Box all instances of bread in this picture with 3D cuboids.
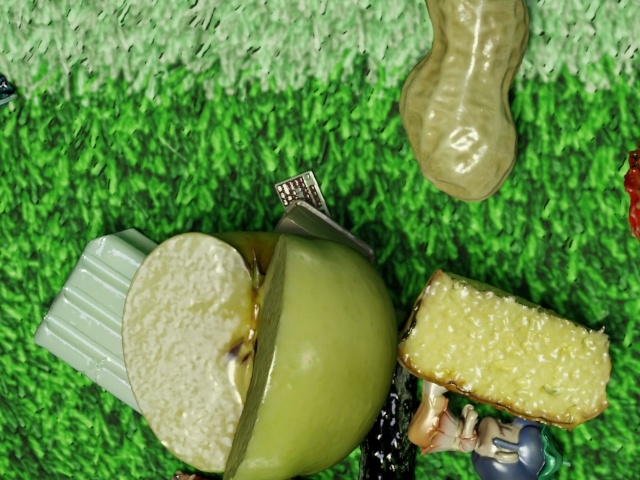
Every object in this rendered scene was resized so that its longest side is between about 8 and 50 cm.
[{"bbox_3d":[0.199,0.117,1.422,0.260,0.134,0.129,21,93,-13],"label":"bread"}]

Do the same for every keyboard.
[{"bbox_3d":[0.000,0.000,1.503,0.055,0.017,0.166,-21,96,16],"label":"keyboard"}]

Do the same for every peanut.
[{"bbox_3d":[0.159,-0.192,1.379,0.136,0.120,0.298,6,100,6],"label":"peanut"}]

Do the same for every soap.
[{"bbox_3d":[-0.183,0.122,1.528,0.289,0.095,0.173,33,105,4],"label":"soap"}]

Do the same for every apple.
[{"bbox_3d":[-0.047,0.119,1.333,0.295,0.233,0.257,2,91,47],"label":"apple"}]

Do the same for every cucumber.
[{"bbox_3d":[0.079,0.230,1.504,0.081,0.072,0.303,-3,101,0],"label":"cucumber"}]

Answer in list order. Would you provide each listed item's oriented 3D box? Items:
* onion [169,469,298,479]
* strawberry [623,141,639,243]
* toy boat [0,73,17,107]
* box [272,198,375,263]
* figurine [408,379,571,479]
[{"bbox_3d":[-0.039,0.378,1.524,0.348,0.159,0.267,51,143,34],"label":"onion"},{"bbox_3d":[0.436,-0.015,1.326,0.234,0.234,0.178,-3,123,13],"label":"strawberry"},{"bbox_3d":[-0.426,-0.217,1.530,0.137,0.060,0.061,46,126,6],"label":"toy boat"},{"bbox_3d":[-0.008,0.020,1.469,0.122,0.062,0.089,35,110,7],"label":"box"},{"bbox_3d":[0.194,0.236,1.462,0.195,0.111,0.102,22,92,2],"label":"figurine"}]
